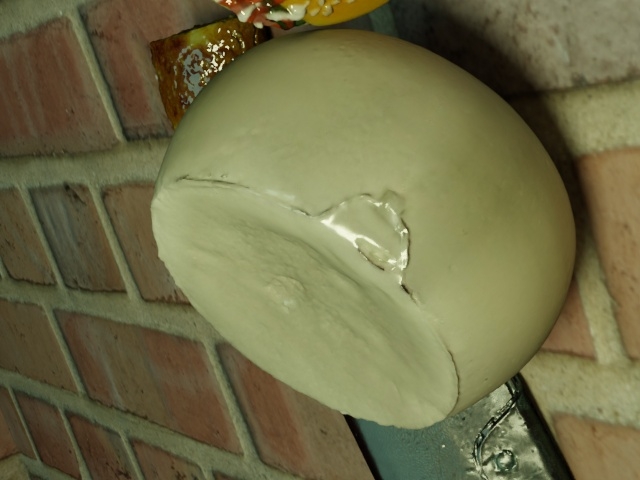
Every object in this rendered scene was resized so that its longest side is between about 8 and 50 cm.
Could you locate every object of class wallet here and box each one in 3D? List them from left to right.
[{"bbox_3d":[0.124,0.201,1.167,0.172,0.045,0.318,-27,88,28],"label":"wallet"}]

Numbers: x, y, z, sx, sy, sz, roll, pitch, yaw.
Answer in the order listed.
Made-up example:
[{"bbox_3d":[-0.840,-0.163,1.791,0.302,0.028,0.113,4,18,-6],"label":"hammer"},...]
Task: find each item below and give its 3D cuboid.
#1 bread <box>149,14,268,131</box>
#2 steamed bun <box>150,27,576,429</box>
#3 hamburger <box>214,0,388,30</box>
[{"bbox_3d":[-0.089,-0.126,1.292,0.132,0.103,0.172,-9,104,38],"label":"bread"},{"bbox_3d":[0.037,-0.018,1.008,0.324,0.206,0.324,29,153,17],"label":"steamed bun"},{"bbox_3d":[-0.017,-0.289,0.904,0.151,0.227,0.295,-122,17,-66],"label":"hamburger"}]
